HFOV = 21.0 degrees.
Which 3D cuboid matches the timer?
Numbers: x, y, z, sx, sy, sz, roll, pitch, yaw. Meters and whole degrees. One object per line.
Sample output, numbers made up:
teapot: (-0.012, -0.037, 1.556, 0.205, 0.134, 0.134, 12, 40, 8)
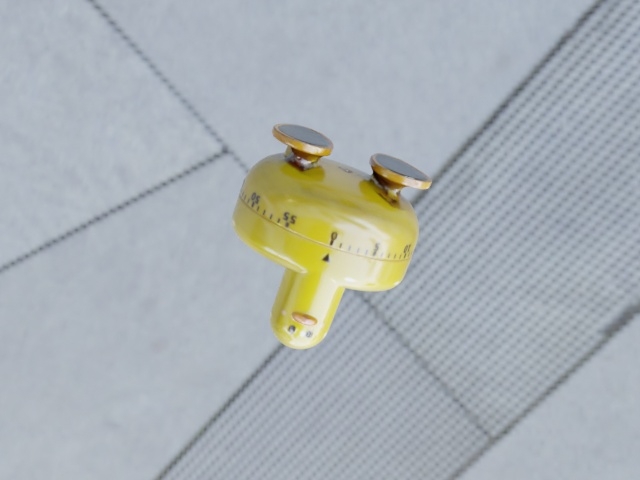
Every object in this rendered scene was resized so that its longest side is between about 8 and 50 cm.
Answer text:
timer: (0.000, 0.000, 0.976, 0.107, 0.107, 0.109, 18, 104, -11)
